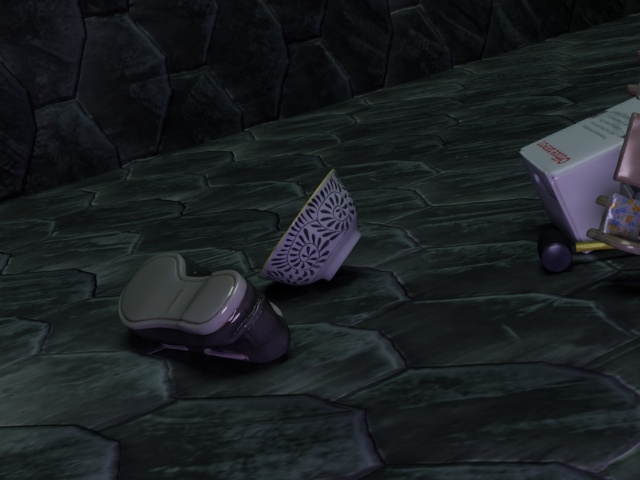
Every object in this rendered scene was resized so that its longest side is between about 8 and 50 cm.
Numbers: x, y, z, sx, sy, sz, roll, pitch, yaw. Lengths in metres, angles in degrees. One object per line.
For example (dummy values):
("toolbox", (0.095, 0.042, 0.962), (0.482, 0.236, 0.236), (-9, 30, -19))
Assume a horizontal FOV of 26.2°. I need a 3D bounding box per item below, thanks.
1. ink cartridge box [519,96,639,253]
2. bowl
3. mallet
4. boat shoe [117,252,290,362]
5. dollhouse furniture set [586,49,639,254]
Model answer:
("ink cartridge box", (0.407, -0.106, 1.715), (0.273, 0.114, 0.198), (-25, 12, 3))
("bowl", (0.000, 0.000, 1.748), (0.170, 0.080, 0.170), (-54, -1, -1))
("mallet", (0.345, 0.007, 1.592), (0.190, 0.039, 0.062), (-3, 18, 14))
("boat shoe", (-0.141, 0.087, 1.586), (0.112, 0.095, 0.335), (-54, 23, -14))
("dollhouse furniture set", (0.437, -0.068, 1.451), (0.242, 0.212, 0.161), (13, 6, -14))
